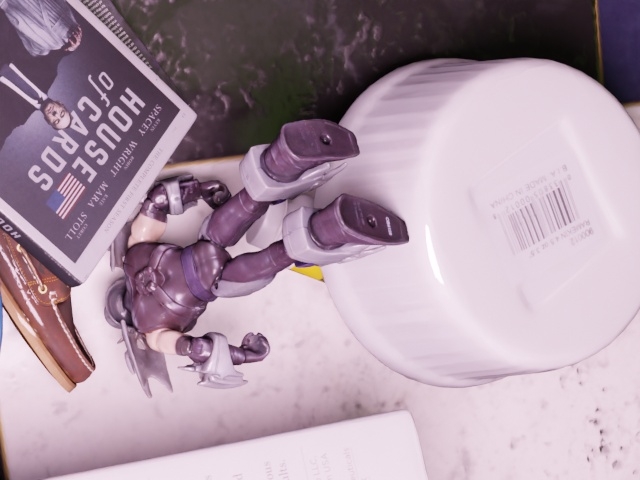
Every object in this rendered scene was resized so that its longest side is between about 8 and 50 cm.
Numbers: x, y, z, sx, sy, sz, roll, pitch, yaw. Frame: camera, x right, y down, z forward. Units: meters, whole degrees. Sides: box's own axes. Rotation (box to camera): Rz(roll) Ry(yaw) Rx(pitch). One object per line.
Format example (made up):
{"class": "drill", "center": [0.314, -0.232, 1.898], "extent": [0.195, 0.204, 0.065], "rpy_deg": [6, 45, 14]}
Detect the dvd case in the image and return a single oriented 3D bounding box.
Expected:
{"class": "dvd case", "center": [-0.224, -0.107, 1.441], "extent": [0.239, 0.029, 0.179], "rpy_deg": [43, 62, -23]}

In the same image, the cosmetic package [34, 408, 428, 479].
{"class": "cosmetic package", "center": [-0.150, 0.266, 1.464], "extent": [0.453, 0.230, 0.161], "rpy_deg": [-9, 75, -14]}

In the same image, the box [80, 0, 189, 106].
{"class": "box", "center": [-0.199, -0.136, 1.519], "extent": [0.116, 0.029, 0.162], "rpy_deg": [-39, 105, -8]}

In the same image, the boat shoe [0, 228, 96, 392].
{"class": "boat shoe", "center": [-0.233, 0.023, 1.508], "extent": [0.073, 0.073, 0.207], "rpy_deg": [-34, 105, -7]}

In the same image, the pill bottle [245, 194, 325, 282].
{"class": "pill bottle", "center": [0.000, 0.000, 1.575], "extent": [0.116, 0.065, 0.065], "rpy_deg": [21, 92, -17]}

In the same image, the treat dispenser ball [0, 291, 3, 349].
{"class": "treat dispenser ball", "center": [-0.373, 0.058, 1.362], "extent": [0.288, 0.288, 0.288], "rpy_deg": [-2, 98, -15]}

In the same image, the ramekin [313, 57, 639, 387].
{"class": "ramekin", "center": [0.145, -0.019, 1.536], "extent": [0.277, 0.135, 0.277], "rpy_deg": [2, 85, -31]}

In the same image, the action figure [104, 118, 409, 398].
{"class": "action figure", "center": [-0.074, 0.016, 1.481], "extent": [0.099, 0.285, 0.185], "rpy_deg": [-4, 70, -50]}
